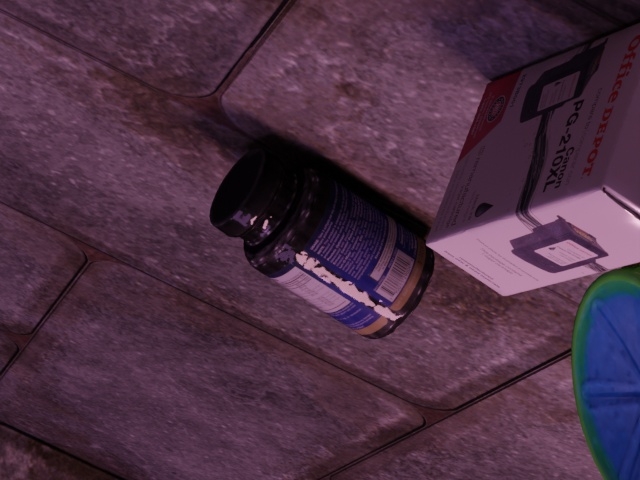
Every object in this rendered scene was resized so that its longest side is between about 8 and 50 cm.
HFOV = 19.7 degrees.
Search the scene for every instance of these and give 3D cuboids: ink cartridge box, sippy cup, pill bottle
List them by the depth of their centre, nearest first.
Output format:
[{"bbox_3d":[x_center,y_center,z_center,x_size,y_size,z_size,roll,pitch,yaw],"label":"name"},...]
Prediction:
[{"bbox_3d":[0.213,-0.065,1.496,0.100,0.172,0.237,33,155,-22],"label":"ink cartridge box"},{"bbox_3d":[0.378,0.123,1.657,0.224,0.240,0.305,-8,155,-20],"label":"sippy cup"},{"bbox_3d":[0.000,0.000,1.890,0.219,0.122,0.123,33,155,-23],"label":"pill bottle"}]

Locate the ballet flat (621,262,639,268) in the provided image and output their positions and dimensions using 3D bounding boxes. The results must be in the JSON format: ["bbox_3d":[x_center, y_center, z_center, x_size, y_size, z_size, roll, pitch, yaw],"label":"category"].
[{"bbox_3d":[0.303,0.002,1.707,0.077,0.077,0.231,-12,148,19],"label":"ballet flat"}]
